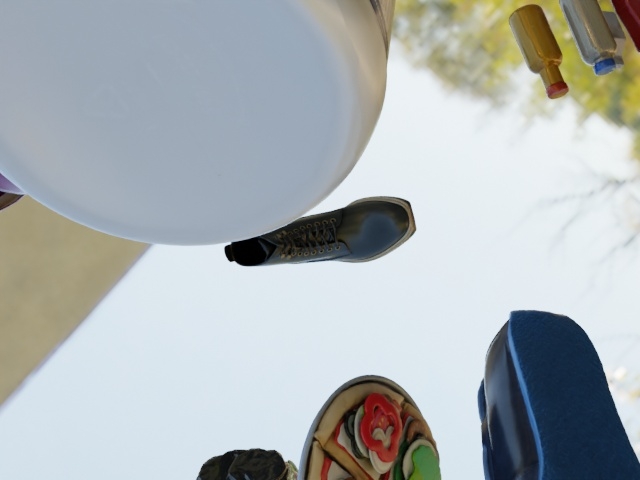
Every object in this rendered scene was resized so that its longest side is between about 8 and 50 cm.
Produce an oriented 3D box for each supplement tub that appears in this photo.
[{"bbox_3d":[-0.068,-0.181,0.947,0.235,0.235,0.325,37,-143,-24],"label":"supplement tub"}]

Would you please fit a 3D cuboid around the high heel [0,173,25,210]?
[{"bbox_3d":[-0.437,-0.041,2.056,0.127,0.181,0.377,22,170,-23],"label":"high heel"}]

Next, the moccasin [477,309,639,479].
[{"bbox_3d":[0.199,0.217,1.310,0.138,0.117,0.342,13,-133,-14],"label":"moccasin"}]

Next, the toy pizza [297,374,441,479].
[{"bbox_3d":[0.051,0.214,1.378,0.201,0.032,0.201,9,-102,-52],"label":"toy pizza"}]

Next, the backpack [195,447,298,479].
[{"bbox_3d":[-0.076,0.372,2.247,0.182,0.152,0.115,65,-145,-34],"label":"backpack"}]

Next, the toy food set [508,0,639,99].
[{"bbox_3d":[0.326,-0.218,1.782,0.232,0.111,0.104,-2,-115,-42],"label":"toy food set"}]

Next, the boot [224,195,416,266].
[{"bbox_3d":[0.000,0.000,1.898,0.137,0.198,0.077,-11,-94,-61],"label":"boot"}]
